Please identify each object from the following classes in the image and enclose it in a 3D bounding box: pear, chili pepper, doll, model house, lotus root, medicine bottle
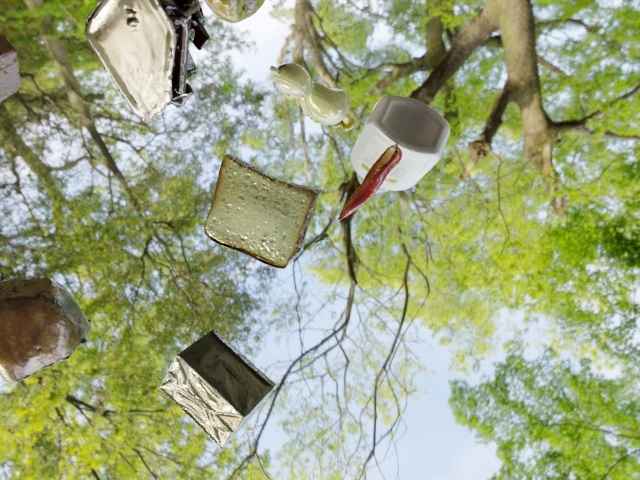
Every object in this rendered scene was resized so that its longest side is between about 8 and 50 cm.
[{"bbox_3d":[-0.242,-0.709,1.312,0.200,0.200,0.200,-4,-132,4],"label":"pear"},{"bbox_3d":[-0.001,0.001,1.825,0.030,0.091,0.034,31,-137,-24],"label":"chili pepper"},{"bbox_3d":[-0.025,-0.394,1.312,0.296,0.117,0.141,15,-162,-38],"label":"doll"},{"bbox_3d":[-0.347,-0.499,1.132,0.297,0.317,0.282,-8,-144,30],"label":"model house"},{"bbox_3d":[0.089,-0.100,0.824,0.178,0.027,0.045,-52,-155,-1],"label":"chili pepper"},{"bbox_3d":[-0.894,0.225,1.476,0.316,0.250,0.316,-3,-151,2],"label":"lotus root"},{"bbox_3d":[0.172,-0.209,1.142,0.179,0.324,0.124,24,-105,-1],"label":"medicine bottle"}]

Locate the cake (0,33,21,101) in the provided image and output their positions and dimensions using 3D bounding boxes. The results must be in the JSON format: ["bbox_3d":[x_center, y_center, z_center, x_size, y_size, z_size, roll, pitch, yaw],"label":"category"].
[{"bbox_3d":[-0.768,-0.405,0.931,0.199,0.293,0.196,-40,-169,-27],"label":"cake"}]

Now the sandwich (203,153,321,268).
[{"bbox_3d":[-0.176,-0.078,1.407,0.301,0.271,0.099,22,-161,2],"label":"sandwich"}]

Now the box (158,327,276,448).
[{"bbox_3d":[-0.263,0.375,1.231,0.231,0.155,0.149,40,-150,10],"label":"box"}]

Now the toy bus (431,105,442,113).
[{"bbox_3d":[0.345,-0.402,1.529,0.083,0.031,0.037,-23,-178,28],"label":"toy bus"}]
